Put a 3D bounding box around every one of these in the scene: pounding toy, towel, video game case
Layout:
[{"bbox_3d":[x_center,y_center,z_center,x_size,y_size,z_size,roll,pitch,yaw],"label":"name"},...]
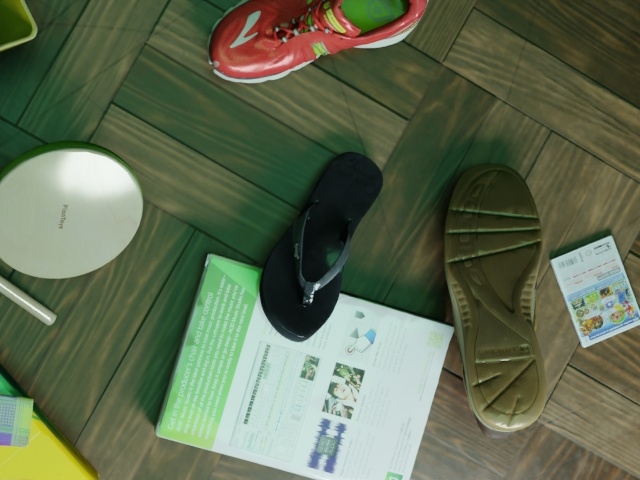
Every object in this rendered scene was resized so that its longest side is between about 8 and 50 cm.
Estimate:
[{"bbox_3d":[-0.326,-0.040,1.724,0.183,0.110,0.237,30,110,-37],"label":"pounding toy"},{"bbox_3d":[-0.371,0.203,1.664,0.083,0.009,0.060,7,86,-14],"label":"towel"},{"bbox_3d":[0.354,0.065,1.876,0.087,0.011,0.122,-22,94,-9],"label":"video game case"}]

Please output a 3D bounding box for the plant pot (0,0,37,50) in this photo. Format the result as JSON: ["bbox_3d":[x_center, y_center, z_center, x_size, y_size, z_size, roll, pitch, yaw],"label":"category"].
[{"bbox_3d":[-0.484,-0.265,1.629,0.212,0.187,0.212,-29,96,-41],"label":"plant pot"}]

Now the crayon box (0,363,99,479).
[{"bbox_3d":[-0.494,0.287,1.698,0.363,0.106,0.313,-41,96,-7],"label":"crayon box"}]

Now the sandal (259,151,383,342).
[{"bbox_3d":[-0.001,-0.001,1.760,0.097,0.054,0.254,24,69,-6],"label":"sandal"}]

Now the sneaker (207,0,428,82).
[{"bbox_3d":[-0.004,-0.268,1.760,0.279,0.118,0.107,-18,93,-8],"label":"sneaker"}]

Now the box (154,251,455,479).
[{"bbox_3d":[-0.019,0.168,1.798,0.322,0.058,0.232,17,88,-10],"label":"box"}]

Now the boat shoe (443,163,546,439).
[{"bbox_3d":[0.212,0.077,1.803,0.123,0.123,0.341,-3,70,-4],"label":"boat shoe"}]
